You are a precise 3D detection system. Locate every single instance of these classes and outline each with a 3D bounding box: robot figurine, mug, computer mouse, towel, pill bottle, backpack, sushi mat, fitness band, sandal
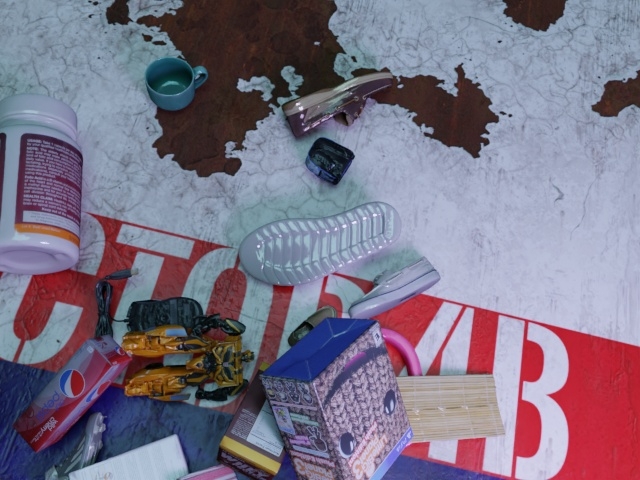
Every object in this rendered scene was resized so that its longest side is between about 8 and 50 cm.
[{"bbox_3d":[-0.297,0.277,1.412,0.291,0.085,0.211,-3,98,-3],"label":"robot figurine"},{"bbox_3d":[-0.396,-0.420,1.699,0.157,0.097,0.129,10,67,-3],"label":"mug"},{"bbox_3d":[-0.412,0.153,1.488,0.262,0.060,0.184,-9,80,0],"label":"computer mouse"},{"bbox_3d":[-0.225,0.589,1.323,0.144,0.029,0.197,1,63,-45],"label":"towel"},{"bbox_3d":[-0.689,-0.134,1.483,0.224,0.224,0.392,-3,69,-8],"label":"pill bottle"},{"bbox_3d":[0.019,-0.213,1.672,0.114,0.084,0.105,32,68,1],"label":"backpack"},{"bbox_3d":[0.288,0.393,1.459,0.316,0.019,0.151,3,69,-19],"label":"sushi mat"},{"bbox_3d":[0.146,0.354,1.480,0.209,0.054,0.291,-4,70,-9],"label":"fitness band"},{"bbox_3d":[0.003,0.015,1.575,0.416,0.102,0.169,-12,86,-1],"label":"sandal"}]

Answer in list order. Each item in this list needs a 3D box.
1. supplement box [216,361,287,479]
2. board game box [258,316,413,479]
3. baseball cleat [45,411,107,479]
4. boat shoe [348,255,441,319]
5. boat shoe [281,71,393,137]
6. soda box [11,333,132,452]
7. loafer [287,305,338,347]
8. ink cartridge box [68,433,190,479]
[{"bbox_3d":[-0.121,0.401,1.342,0.129,0.191,0.194,26,59,3],"label":"supplement box"},{"bbox_3d":[0.041,0.338,1.254,0.232,0.141,0.291,-36,114,-44],"label":"board game box"},{"bbox_3d":[-0.535,0.475,1.342,0.109,0.072,0.206,4,64,1],"label":"baseball cleat"},{"bbox_3d":[0.176,0.115,1.557,0.267,0.096,0.088,-24,69,-16],"label":"boat shoe"},{"bbox_3d":[0.061,-0.380,1.743,0.342,0.123,0.123,-24,103,-20],"label":"boat shoe"},{"bbox_3d":[-0.533,0.327,1.332,0.083,0.092,0.263,43,98,8],"label":"soda box"},{"bbox_3d":[-0.015,0.211,1.518,0.148,0.050,0.056,-39,78,-19],"label":"loafer"},{"bbox_3d":[-0.392,0.544,1.323,0.232,0.066,0.189,-16,72,-18],"label":"ink cartridge box"}]
